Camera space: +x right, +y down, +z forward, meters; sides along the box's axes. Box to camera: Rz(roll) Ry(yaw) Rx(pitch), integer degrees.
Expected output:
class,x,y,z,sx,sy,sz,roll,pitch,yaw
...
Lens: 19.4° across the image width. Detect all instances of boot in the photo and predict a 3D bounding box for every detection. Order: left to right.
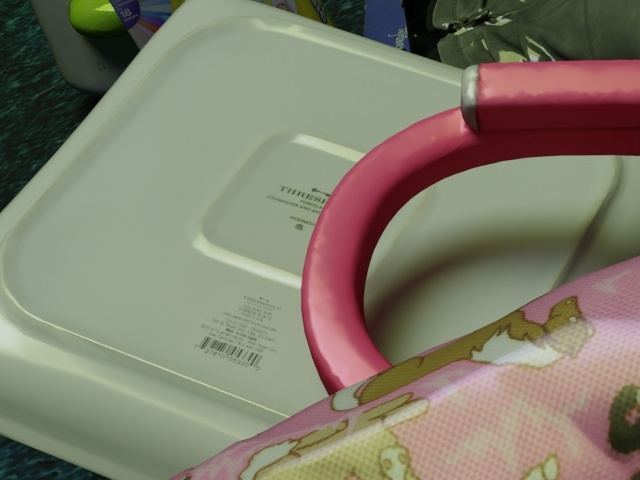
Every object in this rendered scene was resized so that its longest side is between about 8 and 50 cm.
class,x,y,z,sx,sy,sz,roll,pitch,yaw
boot,0.154,-0.105,1.132,0.161,0.083,0.246,-25,31,8

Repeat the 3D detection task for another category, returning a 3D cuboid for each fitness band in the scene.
class,x,y,z,sx,sy,sz,roll,pitch,yaw
fitness band,0.135,0.016,0.835,0.291,0.054,0.209,1,59,12

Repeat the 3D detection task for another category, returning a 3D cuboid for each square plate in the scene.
class,x,y,z,sx,sy,sz,roll,pitch,yaw
square plate,0.000,0.000,0.967,0.347,0.049,0.344,19,47,19

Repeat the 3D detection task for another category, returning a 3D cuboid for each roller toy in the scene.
class,x,y,z,sx,sy,sz,roll,pitch,yaw
roller toy,-0.141,-0.211,1.552,0.209,0.146,0.191,-36,35,-26

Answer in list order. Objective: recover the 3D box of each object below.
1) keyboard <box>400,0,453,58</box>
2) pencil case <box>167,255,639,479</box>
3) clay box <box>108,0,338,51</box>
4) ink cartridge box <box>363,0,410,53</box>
class,x,y,z,sx,sy,sz,roll,pitch,yaw
keyboard,0.089,-0.113,1.252,0.100,0.038,0.192,-15,46,12
pencil case,0.061,0.110,0.520,0.386,0.160,0.167,-24,67,8
clay box,-0.079,-0.179,1.340,0.127,0.222,0.053,-22,27,18
ink cartridge box,0.162,-0.261,1.435,0.307,0.072,0.303,-20,28,14
